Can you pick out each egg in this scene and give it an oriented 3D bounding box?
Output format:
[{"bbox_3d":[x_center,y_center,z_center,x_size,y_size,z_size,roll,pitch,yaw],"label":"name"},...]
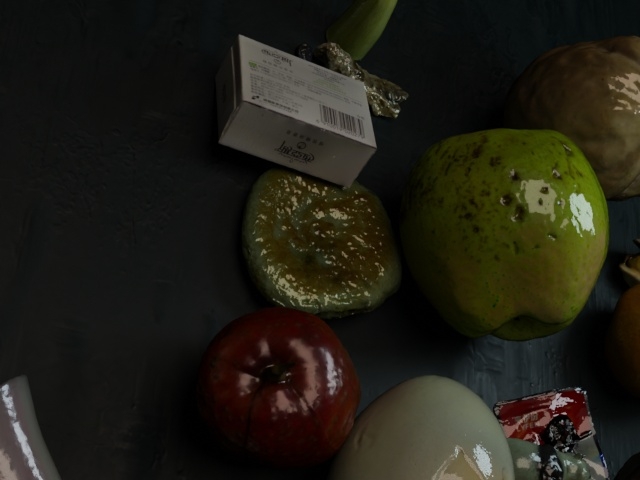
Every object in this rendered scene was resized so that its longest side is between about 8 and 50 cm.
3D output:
[{"bbox_3d":[0.153,0.364,1.527,0.283,0.283,0.345,33,51,-13],"label":"egg"}]

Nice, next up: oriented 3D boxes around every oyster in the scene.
[{"bbox_3d":[0.082,-0.303,1.948,0.199,0.061,0.106,13,62,-25],"label":"oyster"}]

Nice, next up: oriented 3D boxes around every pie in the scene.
[{"bbox_3d":[0.000,0.000,1.748,0.323,0.070,0.323,15,55,-22],"label":"pie"}]

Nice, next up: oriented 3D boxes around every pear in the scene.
[{"bbox_3d":[0.324,-0.005,1.771,0.391,0.391,0.391,13,61,-25],"label":"pear"}]

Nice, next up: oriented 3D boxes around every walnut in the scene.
[{"bbox_3d":[0.549,-0.231,2.005,0.381,0.381,0.381,13,61,-25],"label":"walnut"}]

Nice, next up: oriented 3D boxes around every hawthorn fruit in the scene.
[{"bbox_3d":[-0.067,0.215,1.486,0.261,0.258,0.258,14,56,-58],"label":"hawthorn fruit"}]

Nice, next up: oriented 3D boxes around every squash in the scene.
[{"bbox_3d":[0.091,-0.439,1.923,0.094,0.224,0.094,12,58,-19],"label":"squash"}]

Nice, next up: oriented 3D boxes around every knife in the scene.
[{"bbox_3d":[-0.026,-0.318,1.918,0.031,0.018,0.121,2,68,-28],"label":"knife"}]

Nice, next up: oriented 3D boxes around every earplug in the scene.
[{"bbox_3d":[-0.388,0.343,1.301,0.172,0.172,0.301,-27,88,-37],"label":"earplug"}]

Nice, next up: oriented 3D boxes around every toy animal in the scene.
[{"bbox_3d":[0.355,0.398,1.725,0.225,0.094,0.121,6,62,0],"label":"toy animal"}]

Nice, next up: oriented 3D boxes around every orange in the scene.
[{"bbox_3d":[0.641,0.196,1.966,0.249,0.183,0.249,30,46,-37],"label":"orange"}]

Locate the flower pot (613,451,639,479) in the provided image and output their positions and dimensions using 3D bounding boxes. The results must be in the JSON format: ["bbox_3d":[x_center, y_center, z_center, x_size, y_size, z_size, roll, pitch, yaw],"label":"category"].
[{"bbox_3d":[0.675,0.518,1.791,0.267,0.266,0.267,28,55,-27],"label":"flower pot"}]

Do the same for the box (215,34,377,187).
[{"bbox_3d":[-0.044,-0.223,1.772,0.260,0.111,0.194,16,40,-21],"label":"box"}]

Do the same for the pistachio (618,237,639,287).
[{"bbox_3d":[0.729,0.065,2.108,0.229,0.157,0.157,20,58,-15],"label":"pistachio"}]

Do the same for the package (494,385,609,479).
[{"bbox_3d":[0.426,0.401,1.812,0.194,0.071,0.269,-4,61,-27],"label":"package"}]
